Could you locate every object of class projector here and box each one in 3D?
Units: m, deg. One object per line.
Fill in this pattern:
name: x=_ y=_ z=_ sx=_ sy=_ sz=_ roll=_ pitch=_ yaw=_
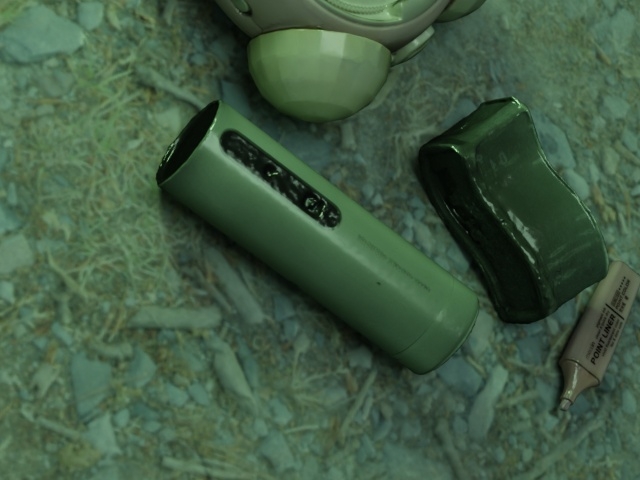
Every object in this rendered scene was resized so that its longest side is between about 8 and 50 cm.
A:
projector: x=0.000 y=0.000 z=1.483 sx=0.337 sy=0.108 sz=0.108 roll=37 pitch=63 yaw=-16

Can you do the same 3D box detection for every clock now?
clock: x=0.011 y=-0.318 z=1.536 sx=0.342 sy=0.184 sz=0.325 roll=-42 pitch=103 yaw=-25

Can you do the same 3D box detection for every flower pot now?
flower pot: x=0.205 y=-0.031 z=1.603 sx=0.108 sy=0.103 sz=0.229 roll=-34 pitch=95 yaw=-30

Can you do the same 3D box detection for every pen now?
pen: x=0.303 y=0.108 z=1.661 sx=0.053 sy=0.032 sz=0.197 roll=38 pitch=61 yaw=-15
